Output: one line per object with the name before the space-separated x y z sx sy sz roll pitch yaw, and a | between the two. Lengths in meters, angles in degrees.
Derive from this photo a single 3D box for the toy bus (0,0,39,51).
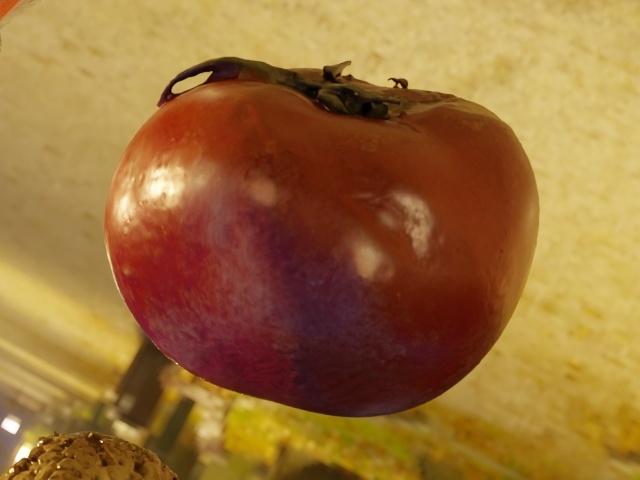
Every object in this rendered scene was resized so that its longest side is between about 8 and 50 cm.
toy bus | -0.190 -0.154 0.867 0.120 0.121 0.265 -14 178 -32

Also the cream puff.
cream puff | -0.138 0.163 1.061 0.119 0.104 0.133 3 156 23

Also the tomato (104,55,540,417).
tomato | 0.000 0.000 0.792 0.187 0.151 0.187 14 -170 -2
